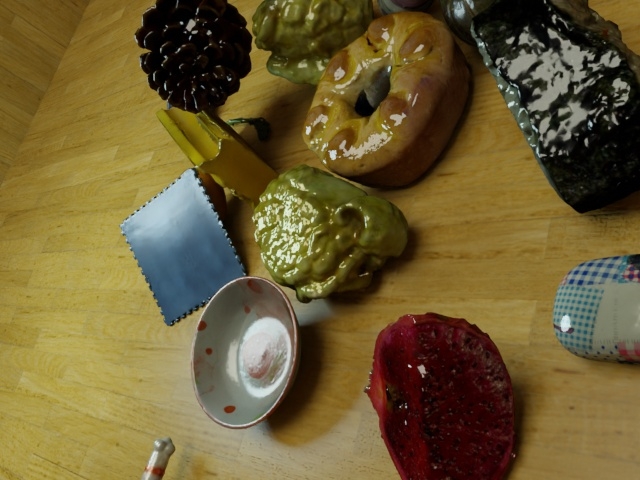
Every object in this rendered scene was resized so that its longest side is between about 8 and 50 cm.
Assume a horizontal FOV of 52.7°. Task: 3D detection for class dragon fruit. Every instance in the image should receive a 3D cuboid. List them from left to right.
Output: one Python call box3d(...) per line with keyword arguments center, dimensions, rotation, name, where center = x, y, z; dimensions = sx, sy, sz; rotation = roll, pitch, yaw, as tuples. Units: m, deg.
box3d(center=(0.144, 0.198, 0.843), dimensions=(0.212, 0.134, 0.261), rotation=(14, 111, 63), name="dragon fruit")

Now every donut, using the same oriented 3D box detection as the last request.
box3d(center=(0.117, -0.244, 1.144), dimensions=(0.317, 0.150, 0.299), rotation=(-40, 43, 19), name="donut")

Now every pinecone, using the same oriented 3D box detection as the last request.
box3d(center=(-0.259, -0.383, 1.318), dimensions=(0.246, 0.246, 0.292), rotation=(-39, 33, 21), name="pinecone")

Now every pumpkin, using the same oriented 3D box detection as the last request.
box3d(center=(0.304, -0.426, 1.081), dimensions=(0.219, 0.162, 0.219), rotation=(-53, 15, 21), name="pumpkin")

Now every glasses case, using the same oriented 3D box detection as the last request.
box3d(center=(0.413, 0.074, 0.694), dimensions=(0.328, 0.076, 0.125), rotation=(-7, 60, 44), name="glasses case")

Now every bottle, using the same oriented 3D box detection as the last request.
box3d(center=(0.162, -0.468, 1.196), dimensions=(0.110, 0.110, 0.233), rotation=(-48, 6, 11), name="bottle")

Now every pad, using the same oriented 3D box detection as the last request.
box3d(center=(-0.302, 0.019, 1.394), dimensions=(0.269, 0.012, 0.269), rotation=(-29, 83, 29), name="pad")

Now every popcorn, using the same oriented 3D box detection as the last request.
box3d(center=(-0.027, -0.468, 1.372), dimensions=(0.293, 0.237, 0.292), rotation=(-20, 54, 30), name="popcorn")
box3d(center=(0.000, 0.000, 1.100), dimensions=(0.286, 0.174, 0.225), rotation=(31, 104, 40), name="popcorn")

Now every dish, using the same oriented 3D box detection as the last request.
box3d(center=(-0.111, 0.196, 1.128), dimensions=(0.260, 0.085, 0.260), rotation=(-14, 67, 37), name="dish")

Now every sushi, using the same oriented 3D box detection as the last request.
box3d(center=(0.336, -0.207, 0.862), dimensions=(0.171, 0.211, 0.349), rotation=(-31, 52, 22), name="sushi")

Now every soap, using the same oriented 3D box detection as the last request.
box3d(center=(-0.222, -0.202, 1.424), dimensions=(0.096, 0.204, 0.324), rotation=(-49, 41, 5), name="soap")

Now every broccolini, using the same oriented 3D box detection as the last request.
box3d(center=(-0.169, -0.279, 1.558), dimensions=(0.052, 0.054, 0.194), rotation=(-34, 28, -19), name="broccolini")

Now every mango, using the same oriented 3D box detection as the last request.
box3d(center=(-0.289, -0.042, 1.450), dimensions=(0.139, 0.113, 0.253), rotation=(26, 107, 8), name="mango")

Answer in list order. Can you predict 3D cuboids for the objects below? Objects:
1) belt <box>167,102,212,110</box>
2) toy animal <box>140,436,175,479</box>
box3d(center=(-0.350, -0.384, 1.744), dimensions=(0.122, 0.129, 0.218), rotation=(118, 151, -46), name="belt")
box3d(center=(-0.315, 0.502, 1.132), dimensions=(0.141, 0.138, 0.282), rotation=(17, 55, 41), name="toy animal")
